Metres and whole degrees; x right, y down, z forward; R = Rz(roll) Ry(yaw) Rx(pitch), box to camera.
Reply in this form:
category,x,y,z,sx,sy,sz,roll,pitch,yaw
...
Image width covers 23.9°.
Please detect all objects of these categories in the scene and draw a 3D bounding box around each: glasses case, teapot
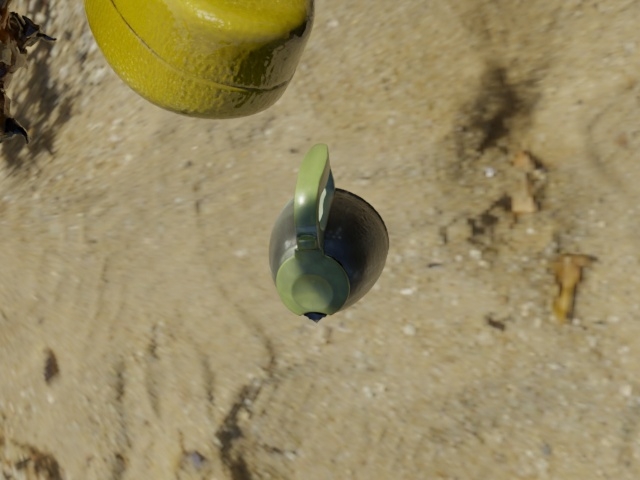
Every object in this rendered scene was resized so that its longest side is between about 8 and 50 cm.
category,x,y,z,sx,sy,sz,roll,pitch,yaw
glasses case,-0.111,-0.254,1.266,0.173,0.141,0.371,11,46,-19
teapot,-0.007,0.005,1.144,0.092,0.091,0.124,-26,109,22

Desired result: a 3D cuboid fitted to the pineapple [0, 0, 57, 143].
category,x,y,z,sx,sy,sz,roll,pitch,yaw
pineapple,-0.425,-0.194,1.298,0.352,0.300,0.352,-3,68,6
